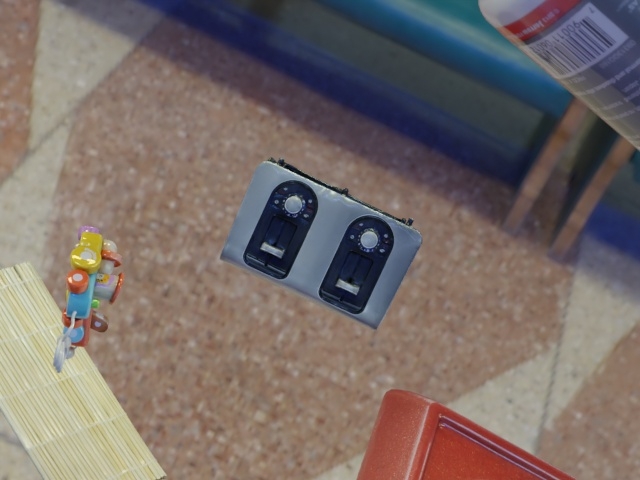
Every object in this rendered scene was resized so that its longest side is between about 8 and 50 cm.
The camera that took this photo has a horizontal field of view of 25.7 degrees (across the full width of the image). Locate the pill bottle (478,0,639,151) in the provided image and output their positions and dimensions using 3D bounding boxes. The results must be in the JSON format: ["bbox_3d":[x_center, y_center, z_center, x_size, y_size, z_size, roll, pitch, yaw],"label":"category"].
[{"bbox_3d":[0.326,-0.157,1.153,0.363,0.210,0.210,38,32,-13],"label":"pill bottle"}]

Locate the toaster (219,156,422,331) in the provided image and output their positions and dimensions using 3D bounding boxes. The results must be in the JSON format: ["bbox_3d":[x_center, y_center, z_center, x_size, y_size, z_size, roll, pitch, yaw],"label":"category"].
[{"bbox_3d":[0.000,0.000,1.337,0.168,0.110,0.186,26,1,0],"label":"toaster"}]

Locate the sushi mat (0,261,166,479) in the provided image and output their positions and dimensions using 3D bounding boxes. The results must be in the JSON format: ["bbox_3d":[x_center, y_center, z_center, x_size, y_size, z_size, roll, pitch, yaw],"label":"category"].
[{"bbox_3d":[-0.310,0.161,1.594,0.151,0.019,0.316,-19,69,-48],"label":"sushi mat"}]

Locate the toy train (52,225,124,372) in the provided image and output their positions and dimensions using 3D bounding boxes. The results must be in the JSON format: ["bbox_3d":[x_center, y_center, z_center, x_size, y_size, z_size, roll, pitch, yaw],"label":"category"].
[{"bbox_3d":[-0.195,0.055,1.202,0.046,0.125,0.166,9,7,-8],"label":"toy train"}]

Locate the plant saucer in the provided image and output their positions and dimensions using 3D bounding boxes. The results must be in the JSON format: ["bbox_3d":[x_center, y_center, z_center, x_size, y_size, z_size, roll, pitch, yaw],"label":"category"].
[{"bbox_3d":[0.142,0.257,1.108,0.259,0.048,0.258,29,44,-6],"label":"plant saucer"}]
